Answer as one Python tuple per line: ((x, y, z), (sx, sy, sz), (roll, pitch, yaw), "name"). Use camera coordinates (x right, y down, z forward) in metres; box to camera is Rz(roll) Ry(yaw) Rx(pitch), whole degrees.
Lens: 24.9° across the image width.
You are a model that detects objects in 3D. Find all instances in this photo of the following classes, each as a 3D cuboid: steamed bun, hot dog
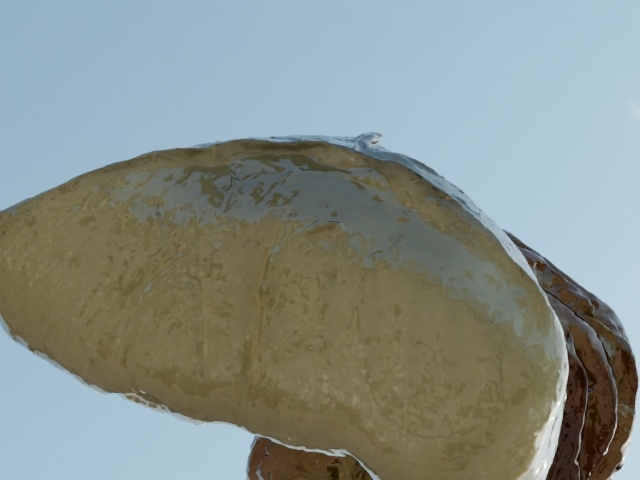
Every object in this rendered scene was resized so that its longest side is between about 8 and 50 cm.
((0.015, 0.013, 0.579), (0.212, 0.231, 0.110), (28, -67, 29), "steamed bun")
((0.051, 0.125, 0.779), (0.175, 0.114, 0.259), (38, -64, 16), "hot dog")
